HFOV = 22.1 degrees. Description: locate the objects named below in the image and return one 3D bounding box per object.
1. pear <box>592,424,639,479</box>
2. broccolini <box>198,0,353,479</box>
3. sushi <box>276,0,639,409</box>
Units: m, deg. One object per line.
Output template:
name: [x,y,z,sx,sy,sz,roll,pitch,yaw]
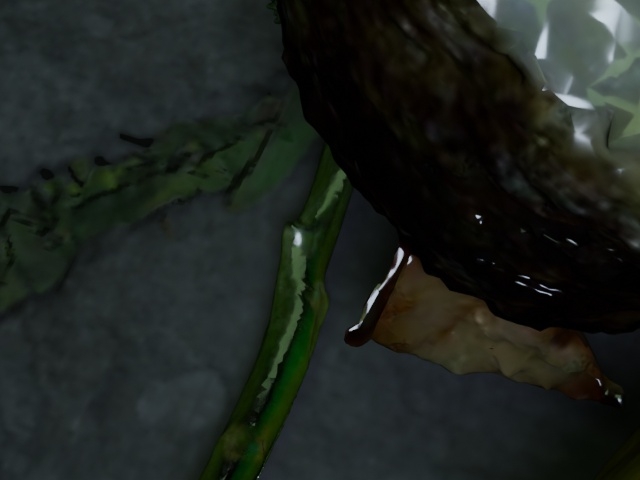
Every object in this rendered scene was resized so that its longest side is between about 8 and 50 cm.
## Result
pear: [0.185,0.137,0.352,0.387,0.191,0.340,-21,63,-1]
broccolini: [-0.005,-0.004,0.521,0.071,0.057,0.254,-3,58,45]
sushi: [0.131,-0.097,0.461,0.343,0.182,0.196,-40,79,-15]
